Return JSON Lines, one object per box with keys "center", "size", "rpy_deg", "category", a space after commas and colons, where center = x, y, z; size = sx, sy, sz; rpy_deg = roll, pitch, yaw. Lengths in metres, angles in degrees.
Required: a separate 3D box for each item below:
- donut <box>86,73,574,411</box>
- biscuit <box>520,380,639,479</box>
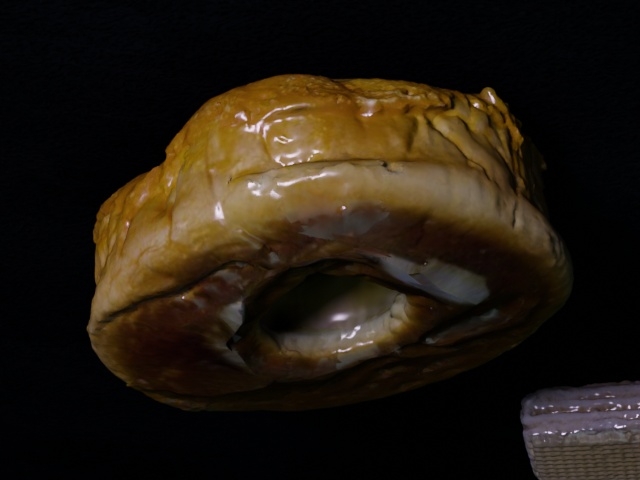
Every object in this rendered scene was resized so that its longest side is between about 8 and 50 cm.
{"center": [0.000, 0.000, 1.315], "size": [0.330, 0.159, 0.330], "rpy_deg": [-8, 155, -4], "category": "donut"}
{"center": [0.294, 0.164, 1.649], "size": [0.239, 0.061, 0.108], "rpy_deg": [-5, 149, 10], "category": "biscuit"}
